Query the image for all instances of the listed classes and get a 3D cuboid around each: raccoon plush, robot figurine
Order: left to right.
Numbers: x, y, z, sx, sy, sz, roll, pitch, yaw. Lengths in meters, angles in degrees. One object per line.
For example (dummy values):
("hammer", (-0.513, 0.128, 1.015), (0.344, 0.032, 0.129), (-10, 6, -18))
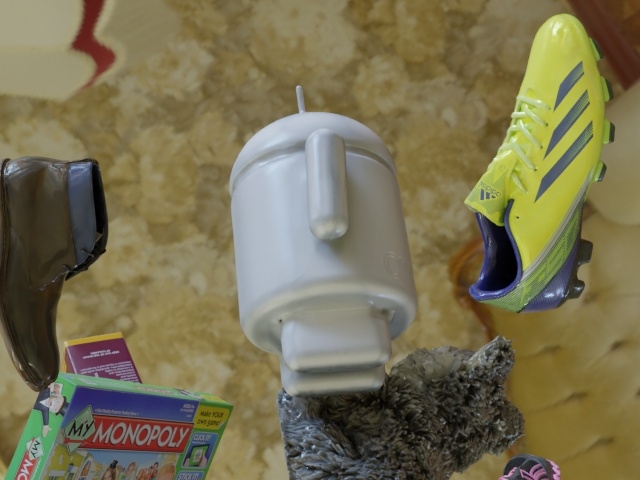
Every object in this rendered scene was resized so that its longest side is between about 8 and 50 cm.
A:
("robot figurine", (0.000, 0.000, 1.314), (0.300, 0.200, 0.353), (103, 162, -61))
("raccoon plush", (0.123, 0.304, 1.302), (0.216, 0.299, 0.446), (82, 177, -51))

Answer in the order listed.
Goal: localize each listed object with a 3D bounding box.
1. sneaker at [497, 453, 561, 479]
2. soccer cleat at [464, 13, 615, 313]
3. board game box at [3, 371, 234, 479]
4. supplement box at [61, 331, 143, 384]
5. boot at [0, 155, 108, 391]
("sneaker", (0.146, 0.183, 0.831), (0.057, 0.047, 0.119), (26, -169, -8))
("soccer cleat", (0.198, -0.066, 1.070), (0.093, 0.121, 0.289), (-123, 34, -68))
("board game box", (-0.227, 0.262, 1.259), (0.046, 0.213, 0.317), (22, 179, 28))
("supplement box", (-0.270, 0.223, 1.459), (0.188, 0.081, 0.104), (58, 145, 40))
("boot", (-0.242, 0.027, 1.048), (0.082, 0.106, 0.219), (-53, -47, -83))
